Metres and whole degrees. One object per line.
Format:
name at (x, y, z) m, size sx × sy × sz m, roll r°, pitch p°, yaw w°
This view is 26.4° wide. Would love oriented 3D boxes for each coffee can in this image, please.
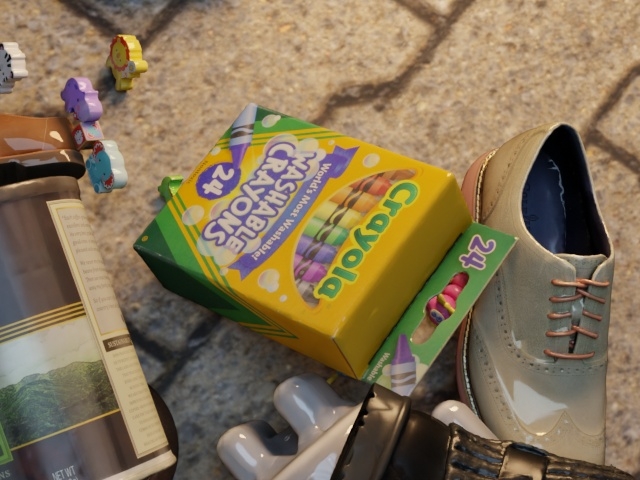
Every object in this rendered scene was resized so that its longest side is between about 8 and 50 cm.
coffee can at (-0.268, 0.104, 1.224) m, size 0.202 × 0.201 × 0.275 m, roll -20°, pitch 87°, yaw -14°

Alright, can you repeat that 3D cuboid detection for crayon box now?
crayon box at (0.000, 0.000, 1.328) m, size 0.323 × 0.083 × 0.203 m, roll 22°, pitch 66°, yaw 35°

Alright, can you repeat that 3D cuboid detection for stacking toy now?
stacking toy at (-0.228, -0.108, 1.391) m, size 0.167 × 0.052 × 0.221 m, roll -10°, pitch 72°, yaw -43°

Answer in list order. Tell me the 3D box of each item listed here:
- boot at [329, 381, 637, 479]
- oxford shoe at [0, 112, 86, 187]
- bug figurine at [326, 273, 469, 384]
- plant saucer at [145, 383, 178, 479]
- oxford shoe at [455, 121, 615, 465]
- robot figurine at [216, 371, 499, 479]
boot at (0.103, 0.304, 1.095) m, size 0.260 × 0.131 × 0.348 m, roll 24°, pitch 71°, yaw 0°
oxford shoe at (-0.353, -0.092, 1.400) m, size 0.212 × 0.076 × 0.076 m, roll -5°, pitch 68°, yaw -22°
bug figurine at (0.150, 0.136, 1.400) m, size 0.279 × 0.072 × 0.216 m, roll 41°, pitch 71°, yaw 6°
plant saucer at (-0.223, 0.203, 1.345) m, size 0.168 × 0.029 × 0.168 m, roll 2°, pitch 73°, yaw -8°
oxford shoe at (0.216, 0.075, 1.320) m, size 0.141 × 0.146 × 0.396 m, roll -1°, pitch 72°, yaw -20°
robot figurine at (0.058, 0.286, 1.270) m, size 0.300 × 0.200 × 0.353 m, roll -43°, pitch 82°, yaw 9°
